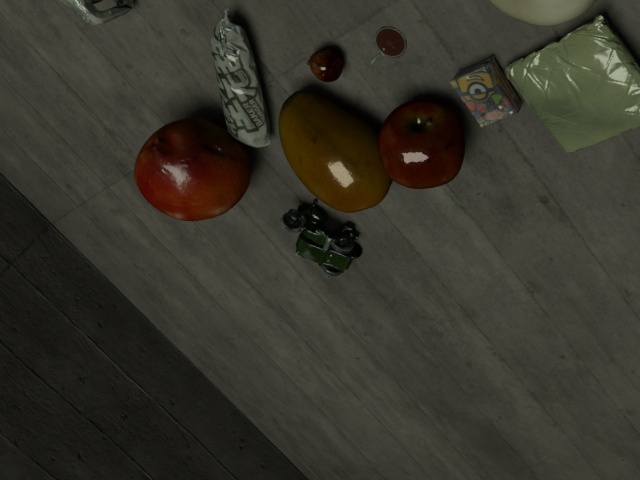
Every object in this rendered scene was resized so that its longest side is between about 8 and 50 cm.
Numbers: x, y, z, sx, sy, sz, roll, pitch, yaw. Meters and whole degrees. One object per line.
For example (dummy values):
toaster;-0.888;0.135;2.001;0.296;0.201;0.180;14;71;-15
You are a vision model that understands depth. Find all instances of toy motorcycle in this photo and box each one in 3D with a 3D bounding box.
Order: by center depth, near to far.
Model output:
toy motorcycle;0.000;0.000;2.504;0.275;0.127;0.205;24;141;1

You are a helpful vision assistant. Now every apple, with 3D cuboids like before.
apple;0.258;-0.236;2.012;0.230;0.230;0.230;19;139;17

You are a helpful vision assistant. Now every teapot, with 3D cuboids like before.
teapot;-0.645;-0.698;2.169;0.163;0.178;0.222;7;135;30

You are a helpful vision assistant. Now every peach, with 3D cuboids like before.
peach;-0.388;-0.217;2.395;0.372;0.290;0.373;21;155;10

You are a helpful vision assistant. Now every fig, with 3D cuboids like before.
fig;-0.001;-0.464;2.062;0.125;0.089;0.089;29;146;39

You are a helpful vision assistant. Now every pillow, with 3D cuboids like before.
pillow;0.595;-0.343;1.778;0.274;0.076;0.280;48;145;-14

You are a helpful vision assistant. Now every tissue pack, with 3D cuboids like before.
tissue pack;0.400;-0.356;1.905;0.108;0.060;0.148;-17;121;45

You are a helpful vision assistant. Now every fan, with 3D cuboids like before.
fan;0.161;-0.481;1.982;0.085;0.005;0.133;40;140;-9

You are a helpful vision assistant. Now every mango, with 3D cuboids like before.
mango;0.033;-0.241;2.158;0.378;0.221;0.264;47;145;0

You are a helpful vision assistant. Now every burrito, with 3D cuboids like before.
burrito;-0.231;-0.451;2.205;0.139;0.101;0.446;20;142;28

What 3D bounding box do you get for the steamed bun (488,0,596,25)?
steamed bun;0.396;-0.548;1.502;0.324;0.206;0.324;43;178;2
